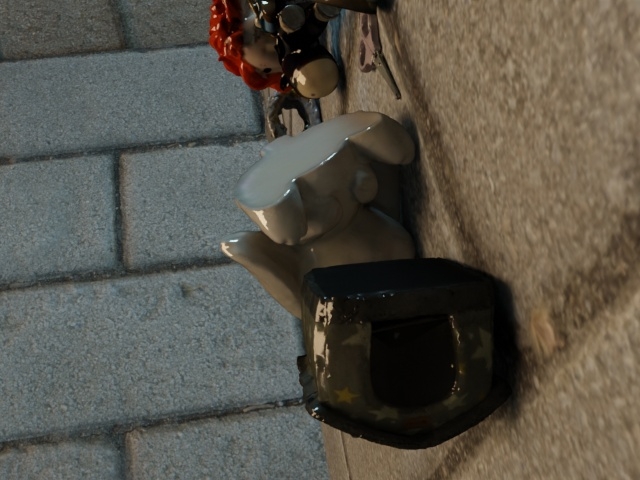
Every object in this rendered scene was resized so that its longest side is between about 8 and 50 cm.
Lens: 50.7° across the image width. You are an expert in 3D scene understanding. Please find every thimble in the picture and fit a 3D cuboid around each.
[{"bbox_3d":[-0.066,-0.271,1.581,0.118,0.127,0.151,137,130,-80],"label":"thimble"}]

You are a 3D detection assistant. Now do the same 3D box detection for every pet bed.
[{"bbox_3d":[0.067,0.110,0.662,0.211,0.183,0.159,-141,46,-81],"label":"pet bed"}]

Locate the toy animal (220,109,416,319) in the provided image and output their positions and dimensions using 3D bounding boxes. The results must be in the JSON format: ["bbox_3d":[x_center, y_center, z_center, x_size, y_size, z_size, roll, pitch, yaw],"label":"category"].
[{"bbox_3d":[0.024,-0.006,0.878,0.206,0.272,0.265,20,145,52],"label":"toy animal"}]

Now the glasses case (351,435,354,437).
[{"bbox_3d":[0.079,0.310,1.252,0.248,0.065,0.087,100,163,-65],"label":"glasses case"}]

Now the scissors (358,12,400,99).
[{"bbox_3d":[0.078,-0.242,0.912,0.189,0.015,0.100,-105,13,-45],"label":"scissors"}]

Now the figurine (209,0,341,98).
[{"bbox_3d":[-0.075,-0.414,1.291,0.412,0.241,0.306,39,163,55],"label":"figurine"}]

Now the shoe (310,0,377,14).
[{"bbox_3d":[0.021,-0.381,0.902,0.275,0.103,0.098,-106,23,-48],"label":"shoe"}]
